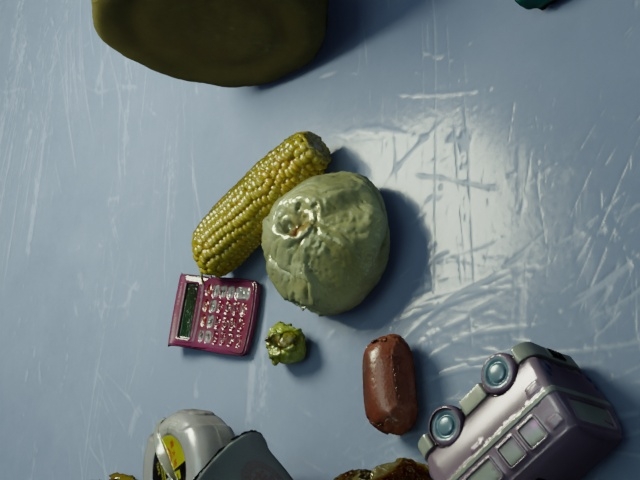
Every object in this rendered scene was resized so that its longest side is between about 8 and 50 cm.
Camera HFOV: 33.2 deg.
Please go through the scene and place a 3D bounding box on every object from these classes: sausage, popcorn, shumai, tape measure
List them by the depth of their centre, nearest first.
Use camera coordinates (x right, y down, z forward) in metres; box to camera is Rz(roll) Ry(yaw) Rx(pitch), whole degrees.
[{"bbox_3d":[0.080,0.325,1.386,0.139,0.123,0.105,-12,58,56],"label":"shumai"},{"bbox_3d":[0.093,0.193,1.444,0.076,0.076,0.141,-16,66,40],"label":"sausage"},{"bbox_3d":[-0.055,0.159,1.610,0.059,0.068,0.083,-44,4,-31],"label":"popcorn"},{"bbox_3d":[-0.195,0.360,1.631,0.197,0.120,0.236,-44,50,43],"label":"tape measure"}]

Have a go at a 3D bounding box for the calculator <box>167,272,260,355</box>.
[{"bbox_3d":[-0.174,0.122,1.755,0.191,0.034,0.126,4,79,39],"label":"calculator"}]

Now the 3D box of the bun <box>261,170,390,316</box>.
[{"bbox_3d":[0.000,0.000,1.549,0.220,0.134,0.220,-17,64,40],"label":"bun"}]

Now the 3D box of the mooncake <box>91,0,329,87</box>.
[{"bbox_3d":[-0.165,-0.412,1.683,0.378,0.378,0.200,-18,60,40],"label":"mooncake"}]

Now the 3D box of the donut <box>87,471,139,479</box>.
[{"bbox_3d":[-0.382,0.522,1.780,0.272,0.107,0.272,-16,67,43],"label":"donut"}]

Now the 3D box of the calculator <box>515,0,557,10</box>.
[{"bbox_3d":[0.335,-0.469,1.427,0.248,0.058,0.274,-30,57,34],"label":"calculator"}]

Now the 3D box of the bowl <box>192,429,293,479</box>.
[{"bbox_3d":[-0.102,0.442,1.431,0.157,0.345,0.345,26,96,17],"label":"bowl"}]

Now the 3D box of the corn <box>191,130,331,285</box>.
[{"bbox_3d":[-0.105,-0.054,1.695,0.310,0.101,0.101,-48,49,23],"label":"corn"}]

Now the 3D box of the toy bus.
[{"bbox_3d":[0.228,0.232,1.249,0.202,0.142,0.142,-49,48,21],"label":"toy bus"}]
